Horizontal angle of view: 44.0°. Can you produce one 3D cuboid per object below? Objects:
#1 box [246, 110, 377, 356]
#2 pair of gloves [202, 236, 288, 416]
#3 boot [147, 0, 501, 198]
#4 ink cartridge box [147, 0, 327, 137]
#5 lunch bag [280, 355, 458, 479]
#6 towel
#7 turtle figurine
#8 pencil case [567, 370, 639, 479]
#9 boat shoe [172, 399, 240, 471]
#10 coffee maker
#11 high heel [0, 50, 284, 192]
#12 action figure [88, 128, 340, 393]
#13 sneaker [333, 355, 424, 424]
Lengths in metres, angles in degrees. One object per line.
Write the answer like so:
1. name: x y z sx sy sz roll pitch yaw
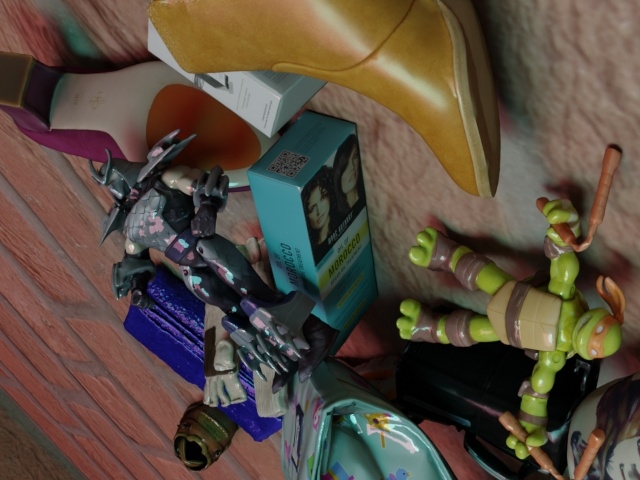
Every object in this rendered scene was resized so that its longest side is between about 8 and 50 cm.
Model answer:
1. box: 0.000 0.000 0.799 0.060 0.100 0.244 20 142 27
2. pair of gloves: -0.099 0.103 0.940 0.240 0.042 0.204 166 103 -64
3. boot: -0.001 -0.143 0.565 0.211 0.104 0.295 -12 119 24
4. ink cartridge box: -0.063 -0.166 0.665 0.135 0.099 0.056 37 148 8
5. lunch bag: 0.048 0.245 0.820 0.262 0.160 0.223 60 175 -9
6. towel: -0.176 0.189 1.226 0.308 0.076 0.228 40 147 2
7. turtle figurine: 0.172 0.048 0.673 0.217 0.087 0.270 16 109 48
8. pencil case: 0.341 0.129 0.526 0.160 0.183 0.410 49 148 5
9. boat shoe: -0.229 0.368 1.465 0.110 0.104 0.307 37 147 6
10. coffee maker: 0.176 0.136 0.789 0.178 0.120 0.171 21 119 26
11. high heel: -0.186 -0.126 0.882 0.377 0.127 0.181 21 178 16
12. action figure: -0.111 0.018 0.748 0.285 0.099 0.185 43 136 -4
13. sneaker: 0.047 0.204 1.013 0.215 0.084 0.083 -12 126 50
